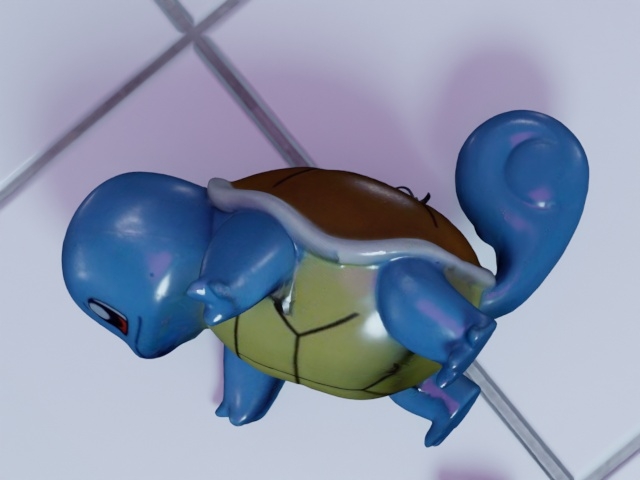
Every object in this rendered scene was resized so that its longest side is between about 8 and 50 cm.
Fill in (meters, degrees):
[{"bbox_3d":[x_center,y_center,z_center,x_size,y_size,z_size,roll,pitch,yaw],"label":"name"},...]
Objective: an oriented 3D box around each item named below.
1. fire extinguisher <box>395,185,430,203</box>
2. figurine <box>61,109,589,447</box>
[{"bbox_3d":[0.043,-0.022,1.267,0.100,0.032,0.046,-27,53,3],"label":"fire extinguisher"},{"bbox_3d":[0.014,0.036,1.152,0.416,0.298,0.243,-10,76,-1],"label":"figurine"}]
